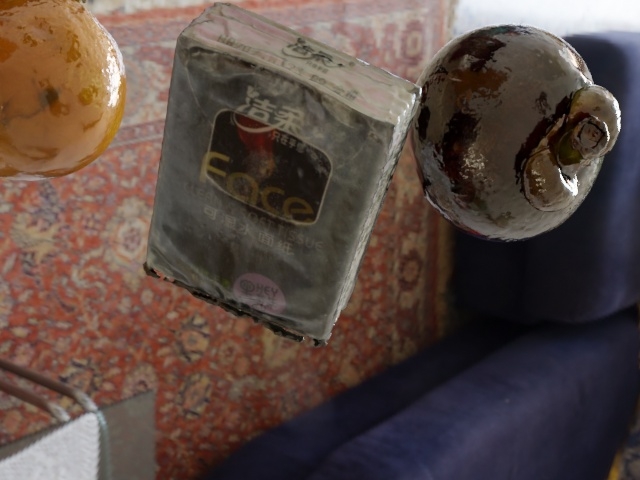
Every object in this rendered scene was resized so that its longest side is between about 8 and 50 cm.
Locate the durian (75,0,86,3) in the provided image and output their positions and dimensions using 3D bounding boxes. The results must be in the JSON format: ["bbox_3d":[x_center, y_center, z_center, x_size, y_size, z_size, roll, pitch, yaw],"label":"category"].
[{"bbox_3d":[-0.395,-0.501,1.819,0.341,0.112,0.191,-91,179,-56],"label":"durian"}]

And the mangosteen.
[{"bbox_3d":[0.266,-0.147,1.470,0.297,0.293,0.297,27,58,-56],"label":"mangosteen"}]

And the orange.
[{"bbox_3d":[-0.448,-0.239,1.655,0.312,0.312,0.312,-21,117,-48],"label":"orange"}]

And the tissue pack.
[{"bbox_3d":[-0.056,-0.067,1.240,0.122,0.259,0.361,-60,172,-45],"label":"tissue pack"}]
